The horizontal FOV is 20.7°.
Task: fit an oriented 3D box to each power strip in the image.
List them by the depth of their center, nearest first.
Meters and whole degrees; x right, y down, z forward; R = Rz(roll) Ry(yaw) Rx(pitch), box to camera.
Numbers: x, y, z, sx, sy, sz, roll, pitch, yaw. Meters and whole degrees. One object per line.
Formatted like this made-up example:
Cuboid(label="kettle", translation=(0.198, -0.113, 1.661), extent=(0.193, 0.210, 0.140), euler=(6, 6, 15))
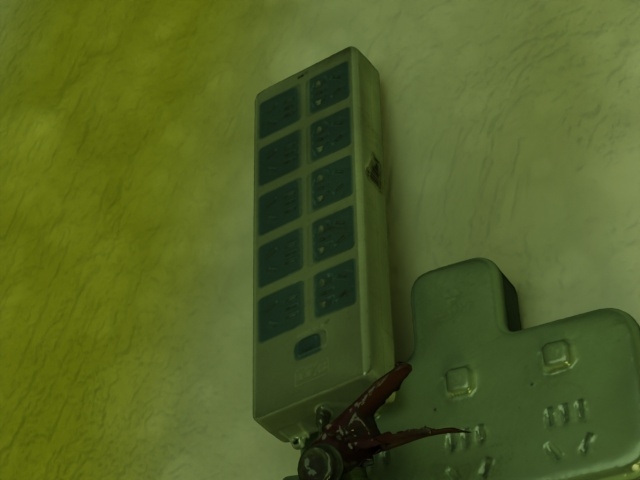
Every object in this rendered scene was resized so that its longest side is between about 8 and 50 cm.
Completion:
Cuboid(label="power strip", translation=(0.110, 0.108, 1.255), extent=(0.265, 0.059, 0.193), euler=(-17, 57, 22))
Cuboid(label="power strip", translation=(0.000, 0.000, 1.344), extent=(0.106, 0.043, 0.367), euler=(-25, 44, 25))

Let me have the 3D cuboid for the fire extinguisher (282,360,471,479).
Cuboid(label="fire extinguisher", translation=(0.060, 0.248, 1.140), extent=(0.147, 0.106, 0.337), euler=(-21, 68, 15))
